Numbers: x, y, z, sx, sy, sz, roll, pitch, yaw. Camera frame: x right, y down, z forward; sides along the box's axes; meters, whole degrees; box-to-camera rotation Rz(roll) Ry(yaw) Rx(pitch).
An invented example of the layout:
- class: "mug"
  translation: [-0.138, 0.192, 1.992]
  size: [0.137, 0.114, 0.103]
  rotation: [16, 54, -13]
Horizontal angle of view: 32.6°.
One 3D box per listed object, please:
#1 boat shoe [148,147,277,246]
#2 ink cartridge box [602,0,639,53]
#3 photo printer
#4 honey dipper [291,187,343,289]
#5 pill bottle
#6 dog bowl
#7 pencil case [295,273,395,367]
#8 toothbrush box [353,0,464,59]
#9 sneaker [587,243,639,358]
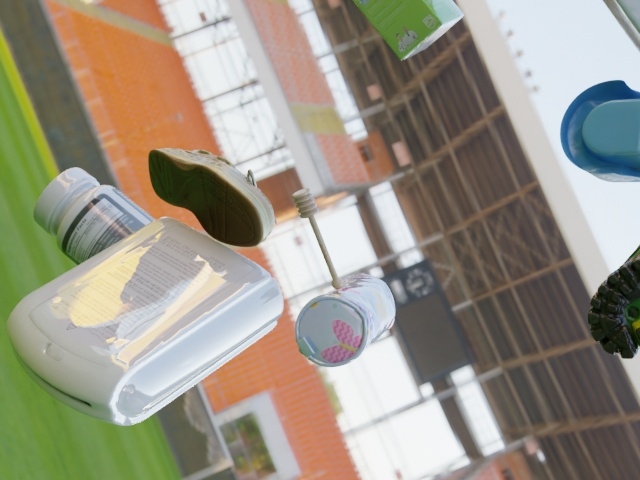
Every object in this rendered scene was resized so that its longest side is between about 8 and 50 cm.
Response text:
- class: "boat shoe"
  translation: [-0.141, -0.075, 1.535]
  size: [0.285, 0.089, 0.104]
  rotation: [33, -50, 45]
- class: "ink cartridge box"
  translation: [0.590, -0.381, 1.878]
  size: [0.289, 0.121, 0.211]
  rotation: [45, 15, -27]
- class: "photo printer"
  translation: [-0.242, 0.107, 1.453]
  size: [0.256, 0.307, 0.107]
  rotation: [26, -44, 37]
- class: "honey dipper"
  translation: [0.000, 0.000, 1.623]
  size: [0.161, 0.030, 0.030]
  rotation: [68, -9, -17]
- class: "pill bottle"
  translation: [-0.394, -0.002, 2.073]
  size: [0.283, 0.161, 0.161]
  rotation: [38, -18, 12]
- class: "dog bowl"
  translation: [0.535, -0.169, 1.736]
  size: [0.074, 0.297, 0.166]
  rotation: [37, 59, -54]
- class: "pencil case"
  translation: [0.042, 0.124, 1.743]
  size: [0.273, 0.124, 0.113]
  rotation: [-21, 93, -77]
- class: "toothbrush box"
  translation: [0.147, -0.529, 2.270]
  size: [0.283, 0.122, 0.206]
  rotation: [50, 25, 1]
- class: "sneaker"
  translation: [0.471, -0.002, 1.377]
  size: [0.134, 0.343, 0.146]
  rotation: [47, 16, 10]
